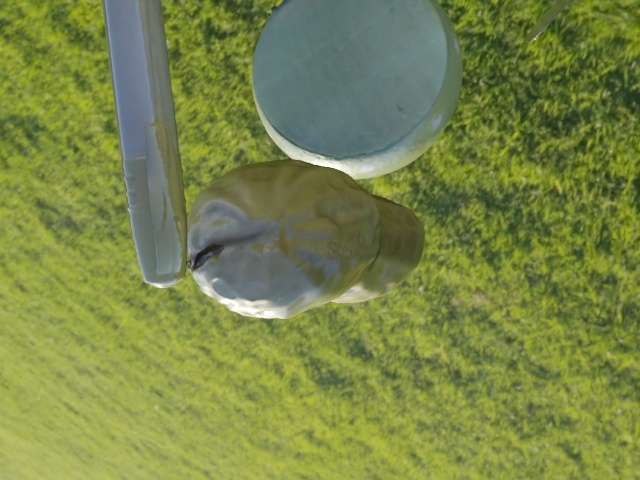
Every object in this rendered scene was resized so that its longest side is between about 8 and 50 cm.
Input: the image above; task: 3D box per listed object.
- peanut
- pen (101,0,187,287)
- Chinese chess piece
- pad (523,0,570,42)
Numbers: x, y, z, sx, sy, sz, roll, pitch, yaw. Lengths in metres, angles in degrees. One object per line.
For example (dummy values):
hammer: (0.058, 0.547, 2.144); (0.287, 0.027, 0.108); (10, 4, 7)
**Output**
peanut: (0.000, 0.000, 0.708); (0.149, 0.149, 0.313); (8, 179, 28)
pen: (-0.092, -0.089, 0.383); (0.040, 0.032, 0.233); (13, 111, 62)
Chinese chess piece: (0.060, -0.274, 1.255); (0.349, 0.349, 0.146); (17, 176, 17)
pad: (0.282, -0.286, 0.685); (0.002, 0.176, 0.266); (41, 109, -1)
